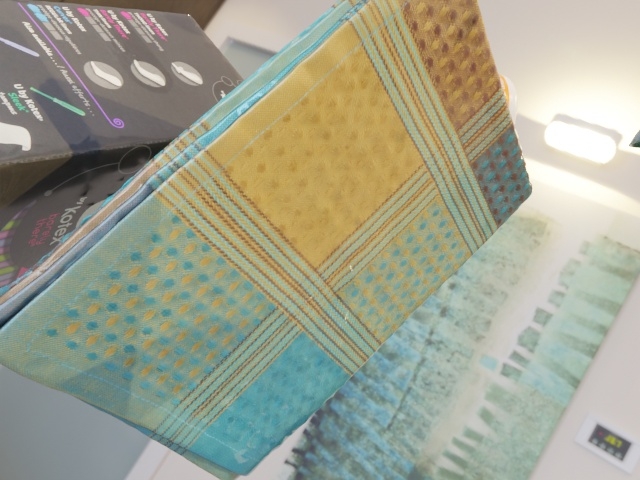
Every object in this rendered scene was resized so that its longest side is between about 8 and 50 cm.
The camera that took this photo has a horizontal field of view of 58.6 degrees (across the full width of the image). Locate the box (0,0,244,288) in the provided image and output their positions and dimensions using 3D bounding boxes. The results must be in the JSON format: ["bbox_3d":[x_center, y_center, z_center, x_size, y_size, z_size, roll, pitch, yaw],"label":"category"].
[{"bbox_3d":[-0.189,-0.067,0.427,0.143,0.165,0.270,51,36,11],"label":"box"}]

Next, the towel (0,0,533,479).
[{"bbox_3d":[0.000,0.000,0.419,0.040,0.370,0.271,38,-11,46],"label":"towel"}]

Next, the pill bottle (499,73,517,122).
[{"bbox_3d":[0.094,-0.124,0.527,0.152,0.086,0.086,8,-2,-13],"label":"pill bottle"}]

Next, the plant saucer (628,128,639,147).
[{"bbox_3d":[0.265,-0.077,0.366,0.119,0.021,0.119,-2,2,0],"label":"plant saucer"}]
